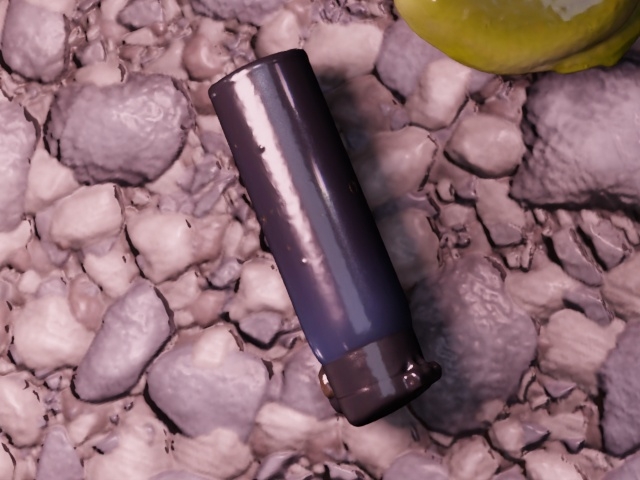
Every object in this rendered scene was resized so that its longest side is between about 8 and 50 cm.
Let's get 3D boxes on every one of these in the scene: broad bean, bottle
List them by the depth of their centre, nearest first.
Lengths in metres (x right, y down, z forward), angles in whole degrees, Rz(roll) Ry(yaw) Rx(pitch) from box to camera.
[{"bbox_3d":[0.000,0.000,1.264,0.082,0.072,0.244,-26,84,32],"label":"bottle"},{"bbox_3d":[0.136,-0.171,1.290,0.174,0.082,0.124,2,83,8],"label":"broad bean"}]
